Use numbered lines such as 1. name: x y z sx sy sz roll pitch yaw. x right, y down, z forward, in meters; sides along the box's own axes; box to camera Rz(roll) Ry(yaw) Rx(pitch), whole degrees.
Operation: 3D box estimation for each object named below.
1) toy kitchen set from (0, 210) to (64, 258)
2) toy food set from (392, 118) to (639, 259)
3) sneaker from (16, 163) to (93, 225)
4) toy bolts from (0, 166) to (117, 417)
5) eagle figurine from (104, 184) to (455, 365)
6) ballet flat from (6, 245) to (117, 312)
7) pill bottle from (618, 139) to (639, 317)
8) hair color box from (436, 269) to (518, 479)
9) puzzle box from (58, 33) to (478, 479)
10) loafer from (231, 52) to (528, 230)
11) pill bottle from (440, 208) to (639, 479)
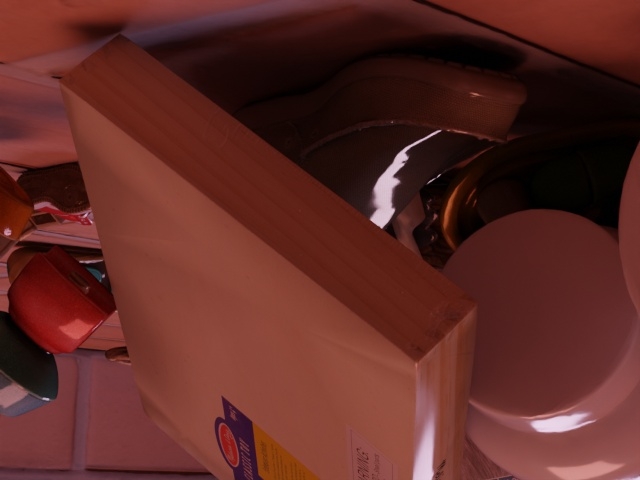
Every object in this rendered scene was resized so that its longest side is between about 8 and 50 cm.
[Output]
1. toy kitchen set: -0.289 -0.019 1.399 0.075 0.083 0.068 -8 126 49
2. toy food set: 0.156 -0.007 1.058 0.218 0.071 0.128 -12 139 -3
3. sneaker: -0.201 -0.037 1.314 0.067 0.042 0.118 15 173 -43
4. toy bolts: -0.268 0.035 1.095 0.228 0.158 0.218 44 -178 3
5. eagle figurine: 0.007 0.009 1.238 0.298 0.225 0.226 -39 -166 28
6. ballet flat: -0.262 0.040 1.842 0.232 0.080 0.073 11 -164 -34
7. pill bottle: 0.340 0.015 0.888 0.224 0.224 0.392 -4 170 37
8. hair color box: 0.130 0.104 1.352 0.174 0.105 0.347 -14 -164 21
9. puzzle box: -0.028 0.082 0.985 0.272 0.052 0.409 37 155 23
10. loafer: 0.031 -0.052 0.970 0.102 0.092 0.268 7 171 -30
11. pill bottle: 0.178 0.088 0.996 0.169 0.169 0.301 -2 160 26
